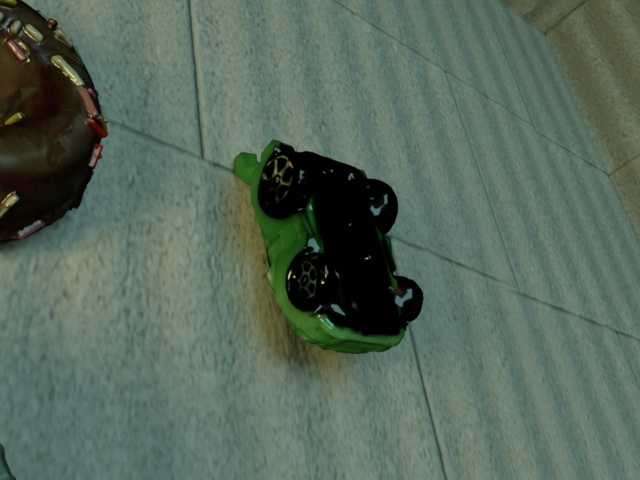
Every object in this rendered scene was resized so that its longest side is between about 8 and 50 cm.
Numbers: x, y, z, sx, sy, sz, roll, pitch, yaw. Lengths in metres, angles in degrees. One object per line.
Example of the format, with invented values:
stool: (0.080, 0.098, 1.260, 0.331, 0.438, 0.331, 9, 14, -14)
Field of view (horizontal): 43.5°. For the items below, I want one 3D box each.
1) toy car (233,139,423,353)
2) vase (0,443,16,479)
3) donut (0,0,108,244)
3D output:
toy car: (0.000, 0.000, 1.162, 0.213, 0.176, 0.359, 13, 54, -42)
vase: (-0.235, 0.311, 0.638, 0.299, 0.143, 0.143, 56, 34, 10)
donut: (-0.373, -0.169, 0.912, 0.259, 0.136, 0.345, -27, 82, -52)
